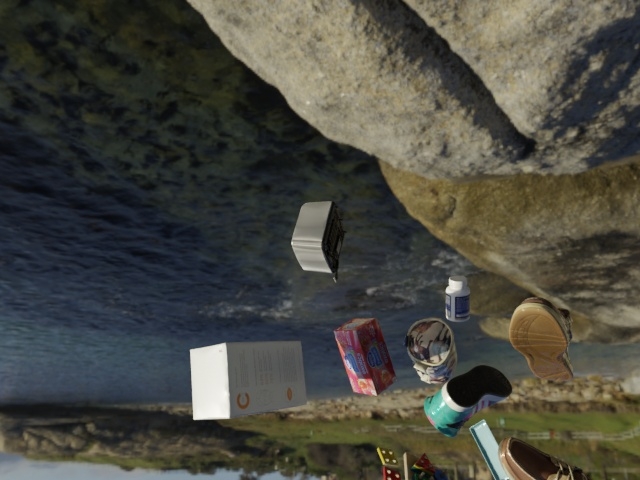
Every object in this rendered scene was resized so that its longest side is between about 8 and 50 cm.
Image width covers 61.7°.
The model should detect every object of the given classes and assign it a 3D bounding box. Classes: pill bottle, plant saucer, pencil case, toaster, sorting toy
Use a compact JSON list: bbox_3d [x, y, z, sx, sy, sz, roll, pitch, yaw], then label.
[{"bbox_3d":[0.547,0.230,2.131,0.094,0.169,0.094,-4,-163,1],"label":"pill bottle"},{"bbox_3d":[0.549,0.675,1.708,0.018,0.192,0.067,14,131,-42],"label":"plant saucer"},{"bbox_3d":[0.398,0.408,1.916,0.160,0.183,0.410,33,169,26],"label":"pencil case"},{"bbox_3d":[0.000,0.000,1.588,0.110,0.185,0.168,2,147,19],"label":"toaster"},{"bbox_3d":[0.270,0.590,1.331,0.275,0.132,0.046,28,112,-6],"label":"sorting toy"}]

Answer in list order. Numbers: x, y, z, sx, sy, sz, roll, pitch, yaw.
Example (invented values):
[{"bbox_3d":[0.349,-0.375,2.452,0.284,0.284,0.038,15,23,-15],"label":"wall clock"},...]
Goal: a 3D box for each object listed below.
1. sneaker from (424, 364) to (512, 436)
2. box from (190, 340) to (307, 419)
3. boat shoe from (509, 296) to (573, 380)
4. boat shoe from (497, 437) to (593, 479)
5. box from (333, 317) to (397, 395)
[{"bbox_3d":[0.392,0.449,1.472,0.296,0.123,0.178,2,135,-41],"label":"sneaker"},{"bbox_3d":[-0.223,0.438,1.709,0.168,0.215,0.345,-17,162,35],"label":"box"},{"bbox_3d":[0.524,0.209,1.245,0.123,0.123,0.342,-4,143,35],"label":"boat shoe"},{"bbox_3d":[0.567,0.564,1.255,0.324,0.123,0.116,35,132,-2],"label":"boat shoe"},{"bbox_3d":[0.165,0.424,1.969,0.123,0.256,0.128,-23,-172,-39],"label":"box"}]
